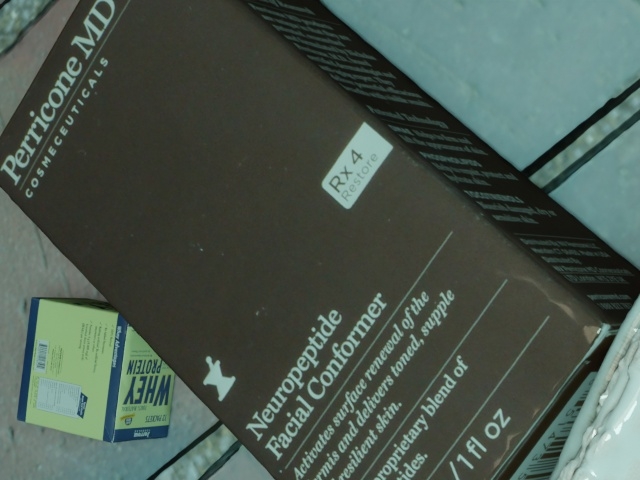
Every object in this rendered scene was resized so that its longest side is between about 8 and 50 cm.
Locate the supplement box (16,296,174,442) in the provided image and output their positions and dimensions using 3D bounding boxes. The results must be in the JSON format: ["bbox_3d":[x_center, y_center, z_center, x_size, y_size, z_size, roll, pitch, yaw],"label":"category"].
[{"bbox_3d":[-0.143,0.083,1.042,0.083,0.056,0.083,8,92,32],"label":"supplement box"}]

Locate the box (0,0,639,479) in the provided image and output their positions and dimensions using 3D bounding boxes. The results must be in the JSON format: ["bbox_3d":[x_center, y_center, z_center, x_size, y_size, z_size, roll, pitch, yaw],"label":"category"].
[{"bbox_3d":[0.000,0.000,0.909,0.381,0.143,0.191,43,110,28],"label":"box"}]

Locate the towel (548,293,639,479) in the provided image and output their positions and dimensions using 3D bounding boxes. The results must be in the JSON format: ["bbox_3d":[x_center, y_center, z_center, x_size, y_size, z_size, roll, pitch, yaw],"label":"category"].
[{"bbox_3d":[0.273,0.089,0.685,0.317,0.053,0.332,24,103,-8],"label":"towel"}]
